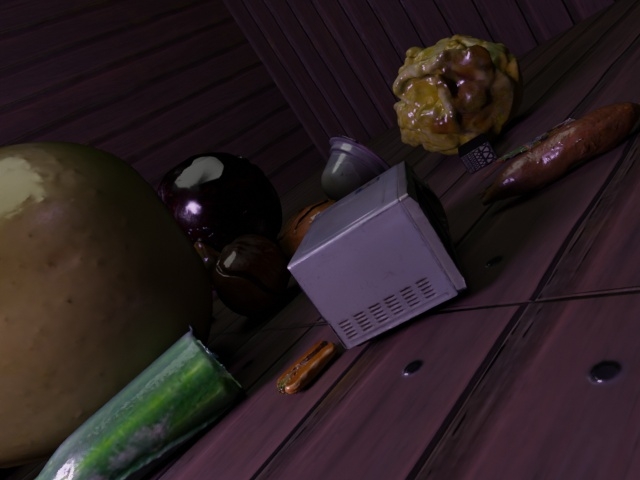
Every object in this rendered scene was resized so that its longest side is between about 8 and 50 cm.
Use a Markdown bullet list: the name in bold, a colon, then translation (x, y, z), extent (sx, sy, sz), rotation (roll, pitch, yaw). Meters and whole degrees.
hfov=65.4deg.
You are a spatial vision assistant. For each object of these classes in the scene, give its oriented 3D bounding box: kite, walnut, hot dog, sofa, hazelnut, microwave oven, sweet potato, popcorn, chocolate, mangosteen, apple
- **kite**: translation (0.334, -0.135, 0.780), extent (0.244, 0.006, 0.198), rotation (-38, 12, -23)
- **walnut**: translation (0.000, 0.000, 0.860), extent (0.137, 0.137, 0.245), rotation (-36, 0, -14)
- **hot dog**: translation (-0.013, 0.140, 0.542), extent (0.083, 0.021, 0.037), rotation (-38, 22, -27)
- **sofa**: translation (0.297, -0.167, 0.949), extent (0.060, 0.039, 0.118), rotation (-28, 11, 20)
- **hazelnut**: translation (-0.126, 0.061, 0.904), extent (0.143, 0.143, 0.154), rotation (-23, 29, 46)
- **microwave oven**: translation (0.071, 0.011, 0.576), extent (0.163, 0.129, 0.205), rotation (-33, 10, 18)
- **sweet potato**: translation (0.298, -0.109, 0.624), extent (0.218, 0.051, 0.065), rotation (-31, -31, 12)
- **popcorn**: translation (0.283, -0.307, 1.070), extent (0.293, 0.293, 0.237), rotation (-31, 29, 16)
- **chocolate**: translation (0.074, -0.161, 1.290), extent (0.147, 0.221, 0.221), rotation (-53, 11, -1)
- **mangosteen**: translation (-0.309, -0.062, 1.440), extent (0.381, 0.381, 0.421), rotation (-24, 25, 42)
- **apple**: translation (-0.396, 0.088, 0.730), extent (0.473, 0.473, 0.473), rotation (-32, 10, 7)
- **chocolate**: translation (-0.230, 0.233, 0.572), extent (0.291, 0.110, 0.110), rotation (-39, 12, -17)

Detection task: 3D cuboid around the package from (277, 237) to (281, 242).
- **package**: translation (-0.010, -0.063, 1.421), extent (0.239, 0.030, 0.154), rotation (-38, 9, -17)
